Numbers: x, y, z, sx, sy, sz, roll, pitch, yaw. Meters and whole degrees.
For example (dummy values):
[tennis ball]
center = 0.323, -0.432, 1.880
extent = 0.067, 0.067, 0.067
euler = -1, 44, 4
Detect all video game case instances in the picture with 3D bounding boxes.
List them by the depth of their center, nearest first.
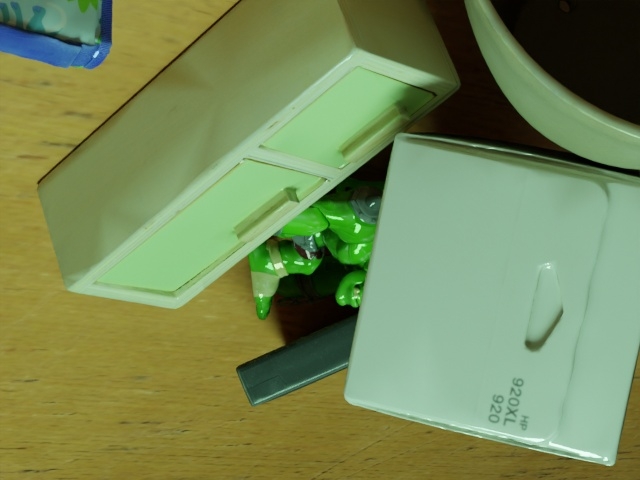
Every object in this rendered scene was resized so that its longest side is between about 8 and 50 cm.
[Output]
[video game case]
center = 0.083, 0.055, 1.373
extent = 0.275, 0.035, 0.248
euler = -24, 176, 7

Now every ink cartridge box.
[ink cartridge box]
center = 0.125, 0.025, 1.118
extent = 0.168, 0.171, 0.233
euler = 11, -175, 9

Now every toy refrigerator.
[toy refrigerator]
center = -0.050, -0.061, 1.097
extent = 0.269, 0.094, 0.102
euler = -38, 149, 30

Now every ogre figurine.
[ogre figurine]
center = 0.000, 0.000, 1.258
extent = 0.118, 0.096, 0.197
euler = -6, 140, 10

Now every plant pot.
[plant pot]
center = 0.189, -0.143, 0.985
extent = 0.257, 0.256, 0.274
euler = -18, 170, -4

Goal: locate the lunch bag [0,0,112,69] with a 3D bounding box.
[lunch bag]
center = -0.167, -0.148, 0.785
extent = 0.129, 0.151, 0.096
euler = 6, 143, -41
